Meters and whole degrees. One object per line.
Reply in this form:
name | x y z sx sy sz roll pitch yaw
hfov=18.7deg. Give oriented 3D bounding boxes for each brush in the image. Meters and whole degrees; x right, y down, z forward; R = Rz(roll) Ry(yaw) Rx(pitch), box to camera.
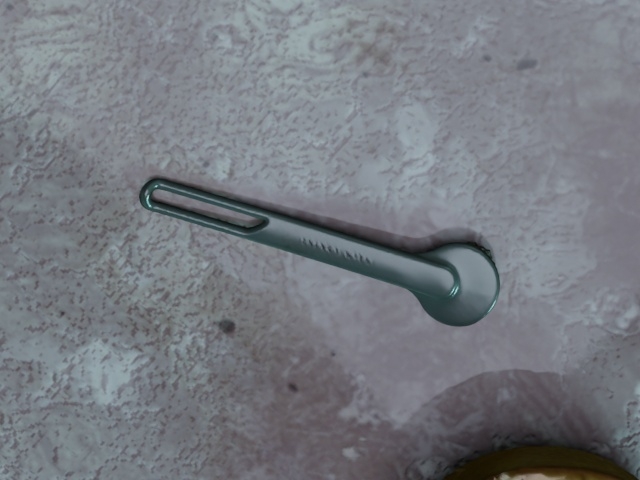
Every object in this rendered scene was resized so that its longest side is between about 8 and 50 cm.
brush | 0.000 0.000 1.393 0.266 0.027 0.062 17 106 1

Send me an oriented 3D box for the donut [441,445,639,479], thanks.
donut | 0.161 0.276 1.422 0.277 0.108 0.278 0 106 1
